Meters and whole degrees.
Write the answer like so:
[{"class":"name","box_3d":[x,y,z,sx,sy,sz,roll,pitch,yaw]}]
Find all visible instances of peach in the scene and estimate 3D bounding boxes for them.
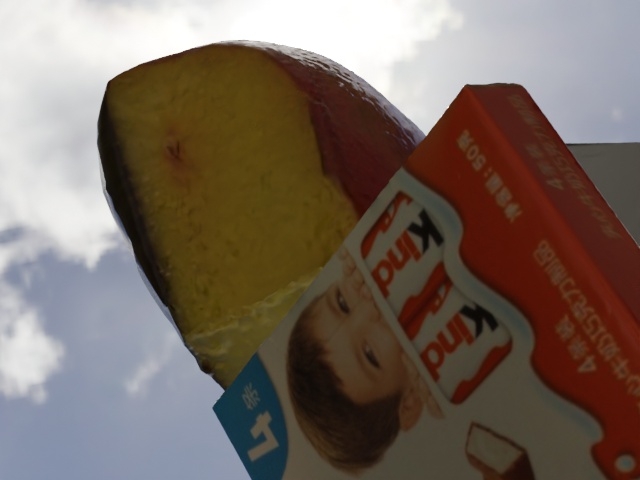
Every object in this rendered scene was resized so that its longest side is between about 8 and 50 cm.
[{"class":"peach","box_3d":[0.000,0.000,1.327,0.242,0.380,0.306,-32,-144,15]}]

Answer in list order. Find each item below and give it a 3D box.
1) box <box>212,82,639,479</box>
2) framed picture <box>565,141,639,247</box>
[{"class":"box","box_3d":[0.080,0.111,0.803,0.048,0.265,0.273,-7,-126,-43]},{"class":"framed picture","box_3d":[0.241,-0.025,1.733,0.255,0.014,0.339,0,-152,30]}]
